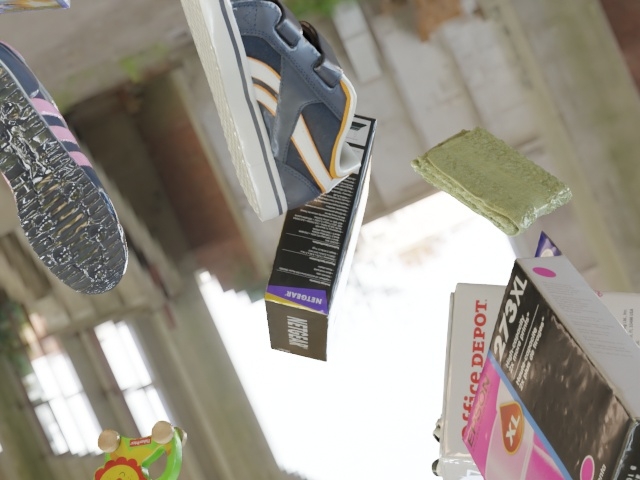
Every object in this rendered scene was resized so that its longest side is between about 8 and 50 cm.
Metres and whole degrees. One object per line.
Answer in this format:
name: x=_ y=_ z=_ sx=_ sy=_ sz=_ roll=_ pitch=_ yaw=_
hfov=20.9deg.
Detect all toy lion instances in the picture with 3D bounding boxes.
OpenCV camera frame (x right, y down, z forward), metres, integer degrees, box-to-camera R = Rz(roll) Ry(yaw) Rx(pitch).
toy lion: x=-0.182 y=0.230 z=1.695 sx=0.100 sy=0.096 sz=0.034 roll=-13 pitch=152 yaw=24

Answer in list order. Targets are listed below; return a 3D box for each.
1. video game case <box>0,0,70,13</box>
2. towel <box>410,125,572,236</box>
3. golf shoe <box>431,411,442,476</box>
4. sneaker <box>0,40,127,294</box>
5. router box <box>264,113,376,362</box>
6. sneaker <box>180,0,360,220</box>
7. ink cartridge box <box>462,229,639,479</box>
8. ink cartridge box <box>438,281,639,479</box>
video game case: x=-0.442 y=-0.310 z=1.955 sx=0.269 sy=0.061 sz=0.244 roll=-4 pitch=172 yaw=5
towel: x=0.177 y=-0.063 z=1.797 sx=0.110 sy=0.148 sz=0.027 roll=-31 pitch=144 yaw=-39
golf shoe: x=0.168 y=0.201 z=2.022 sx=0.086 sy=0.067 sz=0.186 roll=-14 pitch=-146 yaw=19
sneaker: x=-0.308 y=-0.093 z=1.974 sx=0.112 sy=0.319 sz=0.131 roll=-25 pitch=-167 yaw=14
router box: x=0.000 y=0.000 z=2.123 sx=0.081 sy=0.243 sz=0.309 roll=13 pitch=166 yaw=3
sneaker: x=-0.047 y=-0.172 z=1.649 sx=0.127 sy=0.321 sz=0.126 roll=-22 pitch=-139 yaw=-7
ink cartridge box: x=0.187 y=0.135 z=1.380 sx=0.069 sy=0.176 sz=0.371 roll=9 pitch=-160 yaw=-13
ink cartridge box: x=0.267 y=0.163 z=1.795 sx=0.278 sy=0.201 sz=0.117 roll=3 pitch=154 yaw=7
